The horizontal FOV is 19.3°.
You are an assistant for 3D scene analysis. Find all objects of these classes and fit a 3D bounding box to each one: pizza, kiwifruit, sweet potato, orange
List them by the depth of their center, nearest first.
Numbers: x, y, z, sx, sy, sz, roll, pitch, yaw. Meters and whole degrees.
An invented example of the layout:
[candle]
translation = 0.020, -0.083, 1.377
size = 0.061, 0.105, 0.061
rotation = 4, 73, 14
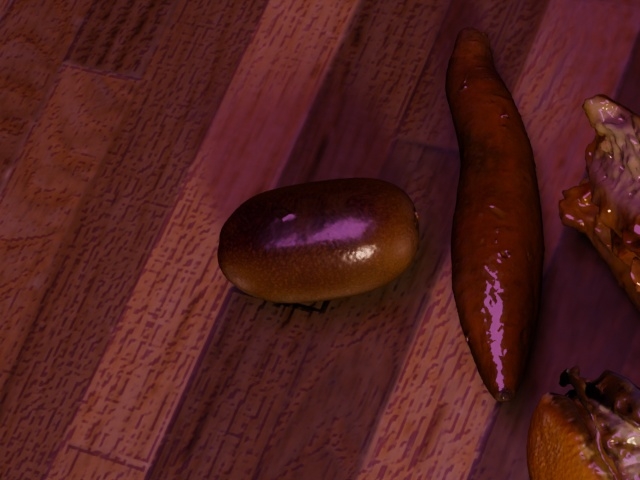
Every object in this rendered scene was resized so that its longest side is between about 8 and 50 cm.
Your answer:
[pizza]
translation = 0.199, 0.024, 0.958
size = 0.074, 0.182, 0.365
rotation = -34, 35, 2
[orange]
translation = 0.174, 0.138, 0.963
size = 0.112, 0.160, 0.170
rotation = -54, 15, 17
[sweet potato]
translation = 0.104, -0.022, 1.115
size = 0.057, 0.057, 0.264
rotation = -7, 57, 14
[kiwifruit]
translation = 0.000, 0.000, 1.124
size = 0.124, 0.075, 0.075
rotation = -12, 60, 14
